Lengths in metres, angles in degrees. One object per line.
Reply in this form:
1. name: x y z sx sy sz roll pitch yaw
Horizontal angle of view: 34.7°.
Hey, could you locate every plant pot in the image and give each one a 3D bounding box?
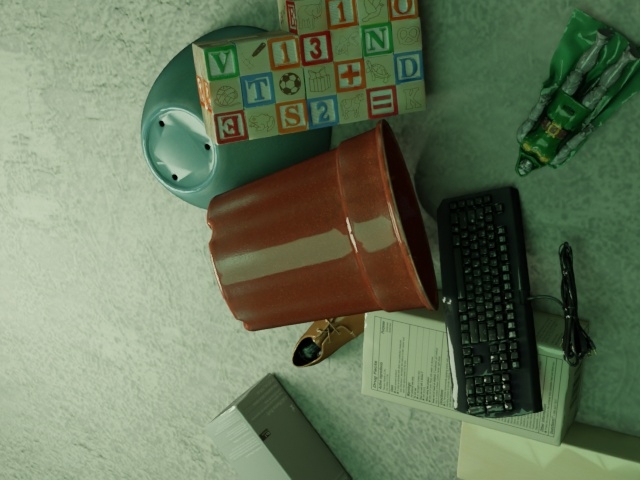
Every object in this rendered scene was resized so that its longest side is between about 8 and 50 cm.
1. plant pot: -0.157 -0.161 1.535 0.290 0.195 0.290 11 114 25
2. plant pot: 0.000 0.000 1.421 0.265 0.272 0.272 -16 102 11

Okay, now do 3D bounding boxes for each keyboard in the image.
1. keyboard: 0.265 0.080 1.406 0.202 0.033 0.317 -9 76 20

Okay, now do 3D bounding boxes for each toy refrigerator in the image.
1. toy refrigerator: 0.348 0.324 1.517 0.270 0.094 0.102 10 107 24

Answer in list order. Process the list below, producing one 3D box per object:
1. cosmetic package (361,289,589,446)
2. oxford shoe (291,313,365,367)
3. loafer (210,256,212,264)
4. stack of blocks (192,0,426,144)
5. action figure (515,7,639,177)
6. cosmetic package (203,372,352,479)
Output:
1. cosmetic package: 0.224 0.176 1.511 0.310 0.113 0.160 13 115 25
2. oxford shoe: 0.027 0.137 1.627 0.076 0.076 0.212 44 122 9
3. loafer: -0.043 0.051 1.619 0.269 0.102 0.092 4 121 25
4. stack of blocks: -0.016 -0.242 1.382 0.297 0.087 0.171 -12 109 -13
5. action figure: 0.326 -0.171 1.350 0.137 0.063 0.232 37 126 8
6. cosmetic package: -0.071 0.364 1.741 0.238 0.127 0.107 50 125 1
